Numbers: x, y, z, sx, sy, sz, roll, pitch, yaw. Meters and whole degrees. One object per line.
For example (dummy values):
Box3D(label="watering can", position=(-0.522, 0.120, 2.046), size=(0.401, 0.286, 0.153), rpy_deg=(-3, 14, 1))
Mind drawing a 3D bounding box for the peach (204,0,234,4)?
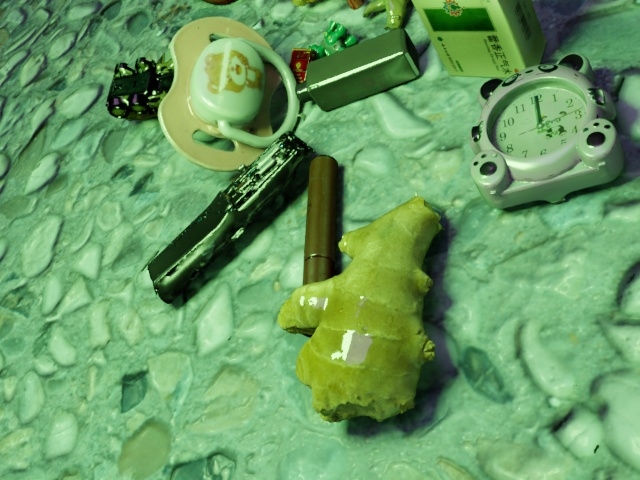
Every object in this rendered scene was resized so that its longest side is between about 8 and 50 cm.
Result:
Box3D(label="peach", position=(-0.243, -0.738, 1.955), size=(0.249, 0.245, 0.274), rpy_deg=(13, 52, 7))

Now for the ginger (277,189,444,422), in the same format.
Box3D(label="ginger", position=(0.071, 0.100, 1.222), size=(0.236, 0.166, 0.375), rpy_deg=(-16, 37, 31))

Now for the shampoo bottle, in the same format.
Box3D(label="shampoo bottle", position=(0.066, -0.325, 1.536), size=(0.246, 0.080, 0.079), rpy_deg=(-17, 51, 23))

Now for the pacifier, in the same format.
Box3D(label="pacifier", position=(-0.202, -0.286, 1.581), size=(0.273, 0.220, 0.332), rpy_deg=(-5, 69, 30))

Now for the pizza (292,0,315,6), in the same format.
Box3D(label="pizza", position=(0.050, -0.639, 1.686), size=(0.226, 0.086, 0.335), rpy_deg=(31, 112, 3))

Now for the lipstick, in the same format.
Box3D(label="lipstick", position=(0.000, 0.000, 1.368), size=(0.057, 0.057, 0.356), rpy_deg=(-15, 53, 23))

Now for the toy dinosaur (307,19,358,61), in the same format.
Box3D(label="toy dinosaur", position=(0.024, -0.398, 1.638), size=(0.096, 0.059, 0.132), rpy_deg=(-52, 41, 8))

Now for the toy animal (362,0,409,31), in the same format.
Box3D(label="toy animal", position=(0.161, -0.526, 1.623), size=(0.101, 0.103, 0.218), rpy_deg=(25, 68, 16))

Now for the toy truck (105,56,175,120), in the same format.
Box3D(label="toy truck", position=(-0.353, -0.337, 1.780), size=(0.257, 0.127, 0.127), rpy_deg=(-8, 63, 27))

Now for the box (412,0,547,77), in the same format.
Box3D(label="box", position=(0.274, -0.383, 1.356), size=(0.168, 0.212, 0.095), rpy_deg=(10, 64, 38))

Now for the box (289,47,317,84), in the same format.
Box3D(label="box", position=(-0.040, -0.358, 1.644), size=(0.051, 0.023, 0.082), rpy_deg=(14, 93, 37))

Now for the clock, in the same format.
Box3D(label="clock", position=(0.350, -0.178, 1.251), size=(0.228, 0.090, 0.247), rpy_deg=(-14, 51, 23))

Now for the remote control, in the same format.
Box3D(label="remote control", position=(-0.176, -0.050, 1.482), size=(0.399, 0.062, 0.144), rpy_deg=(-45, 30, 1))

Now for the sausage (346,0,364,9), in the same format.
Box3D(label="sausage", position=(0.051, -0.547, 1.667), size=(0.034, 0.129, 0.034), rpy_deg=(-17, 50, 22))

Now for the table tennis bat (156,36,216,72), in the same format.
Box3D(label="table tennis bat", position=(-0.287, -0.419, 1.867), size=(0.301, 0.022, 0.173), rpy_deg=(4, 63, 36))
